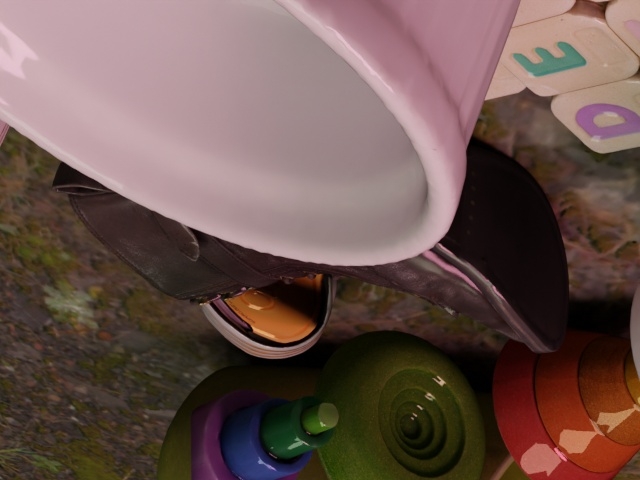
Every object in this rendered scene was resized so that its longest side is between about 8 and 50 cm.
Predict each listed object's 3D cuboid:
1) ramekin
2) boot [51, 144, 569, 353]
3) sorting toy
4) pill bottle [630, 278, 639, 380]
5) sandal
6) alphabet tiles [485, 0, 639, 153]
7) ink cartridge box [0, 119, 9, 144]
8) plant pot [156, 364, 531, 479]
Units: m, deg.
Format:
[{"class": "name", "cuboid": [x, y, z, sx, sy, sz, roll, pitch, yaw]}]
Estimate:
[{"class": "ramekin", "cuboid": [-0.047, -0.117, 0.651, 0.277, 0.135, 0.277, 24, 159, 10]}, {"class": "boot", "cuboid": [0.000, 0.000, 0.930, 0.229, 0.091, 0.263, -16, 138, 40]}, {"class": "sorting toy", "cuboid": [0.099, 0.100, 0.931, 0.365, 0.127, 0.126, -2, 163, -38]}, {"class": "pill bottle", "cuboid": [0.281, 0.002, 0.663, 0.188, 0.188, 0.334, 23, 153, -13]}, {"class": "sandal", "cuboid": [-0.039, 0.029, 1.058, 0.102, 0.076, 0.265, 18, 154, 0]}, {"class": "alphabet tiles", "cuboid": [0.109, -0.128, 0.711, 0.278, 0.021, 0.284, -9, 145, 43]}, {"class": "ink cartridge box", "cuboid": [-0.308, -0.118, 0.898, 0.237, 0.100, 0.172, -1, 149, 34]}, {"class": "plant pot", "cuboid": [0.024, 0.211, 1.221, 0.293, 0.275, 0.275, 21, 160, 30]}]
